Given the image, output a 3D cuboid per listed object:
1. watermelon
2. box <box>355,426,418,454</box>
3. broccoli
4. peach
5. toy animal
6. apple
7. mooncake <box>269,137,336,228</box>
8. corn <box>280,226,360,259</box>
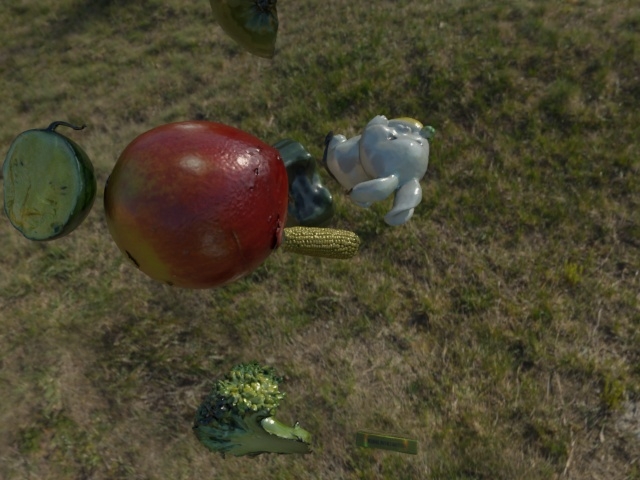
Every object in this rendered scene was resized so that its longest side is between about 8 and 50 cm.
[{"bbox_3d":[-0.519,-0.113,1.141,0.204,0.127,0.232,8,92,23],"label":"watermelon"},{"bbox_3d":[0.134,0.414,1.203,0.121,0.193,0.030,6,75,6],"label":"box"},{"bbox_3d":[-0.148,0.384,1.333,0.272,0.243,0.180,7,42,-5],"label":"broccoli"},{"bbox_3d":[-0.230,-0.076,1.148,0.369,0.370,0.370,-7,54,9],"label":"peach"},{"bbox_3d":[0.137,-0.176,1.327,0.247,0.182,0.310,-62,28,-1],"label":"toy animal"},{"bbox_3d":[-0.119,-0.564,1.246,0.295,0.233,0.258,-39,22,32],"label":"apple"},{"bbox_3d":[-0.097,-0.176,2.020,0.187,0.351,0.351,-33,53,-22],"label":"mooncake"},{"bbox_3d":[-0.001,0.005,1.702,0.091,0.260,0.091,-5,80,59],"label":"corn"}]
